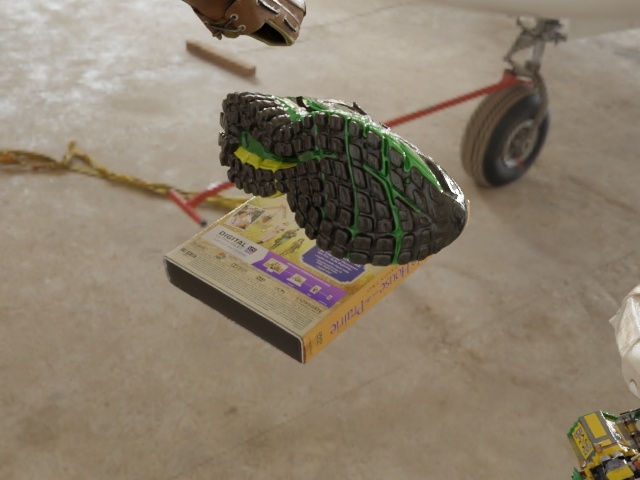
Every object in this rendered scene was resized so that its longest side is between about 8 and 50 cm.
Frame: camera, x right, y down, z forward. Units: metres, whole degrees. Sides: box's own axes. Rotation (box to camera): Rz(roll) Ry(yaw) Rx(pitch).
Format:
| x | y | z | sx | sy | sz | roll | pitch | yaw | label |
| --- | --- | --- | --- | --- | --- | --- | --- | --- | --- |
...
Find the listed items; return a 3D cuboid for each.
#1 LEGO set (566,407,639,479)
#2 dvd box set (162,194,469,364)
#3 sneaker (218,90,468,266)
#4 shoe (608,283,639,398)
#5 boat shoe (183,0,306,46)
| x | y | z | sx | sy | sz | roll | pitch | yaw | label |
| --- | --- | --- | --- | --- | --- | --- | --- | --- | --- |
| 0.433 | 0.280 | 0.914 | 0.332 | 0.254 | 0.192 | -11 | 28 | 1 | LEGO set |
| 0.000 | 0.000 | 1.458 | 0.308 | 0.062 | 0.420 | 26 | 47 | 33 | dvd box set |
| 0.032 | -0.084 | 0.878 | 0.146 | 0.134 | 0.343 | -11 | 29 | -29 | sneaker |
| 0.261 | 0.100 | 0.675 | 0.058 | 0.076 | 0.219 | -31 | 14 | 21 | shoe |
| -0.115 | -0.327 | 1.216 | 0.111 | 0.104 | 0.307 | 8 | 8 | 36 | boat shoe |
